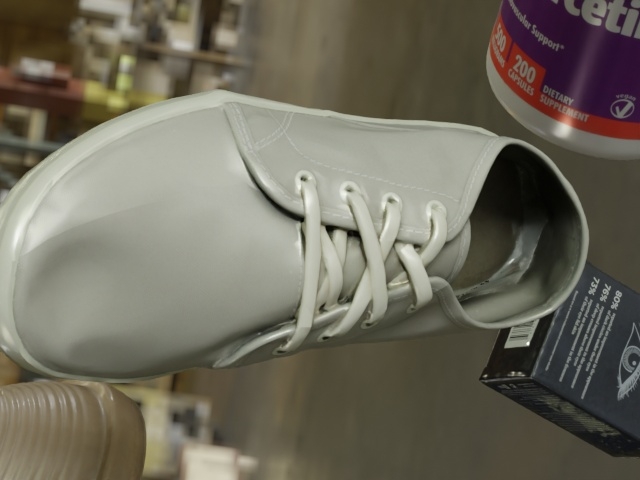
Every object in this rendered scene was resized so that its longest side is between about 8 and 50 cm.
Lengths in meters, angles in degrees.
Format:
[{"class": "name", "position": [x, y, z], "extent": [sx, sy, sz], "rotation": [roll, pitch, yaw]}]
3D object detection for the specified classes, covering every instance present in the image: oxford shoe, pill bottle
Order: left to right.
[{"class": "oxford shoe", "position": [0.000, 0.000, 1.176], "extent": [0.130, 0.449, 0.169], "rotation": [22, 110, 45]}, {"class": "pill bottle", "position": [0.243, -0.231, 1.461], "extent": [0.181, 0.181, 0.323], "rotation": [-92, 11, -50]}]

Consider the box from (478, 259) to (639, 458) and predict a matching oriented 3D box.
[{"class": "box", "position": [0.305, 0.132, 2.155], "extent": [0.108, 0.207, 0.153], "rotation": [-12, 51, 62]}]

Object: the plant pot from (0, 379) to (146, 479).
[{"class": "plant pot", "position": [-0.243, 0.187, 1.416], "extent": [0.237, 0.110, 0.237], "rotation": [-38, 29, 26]}]
